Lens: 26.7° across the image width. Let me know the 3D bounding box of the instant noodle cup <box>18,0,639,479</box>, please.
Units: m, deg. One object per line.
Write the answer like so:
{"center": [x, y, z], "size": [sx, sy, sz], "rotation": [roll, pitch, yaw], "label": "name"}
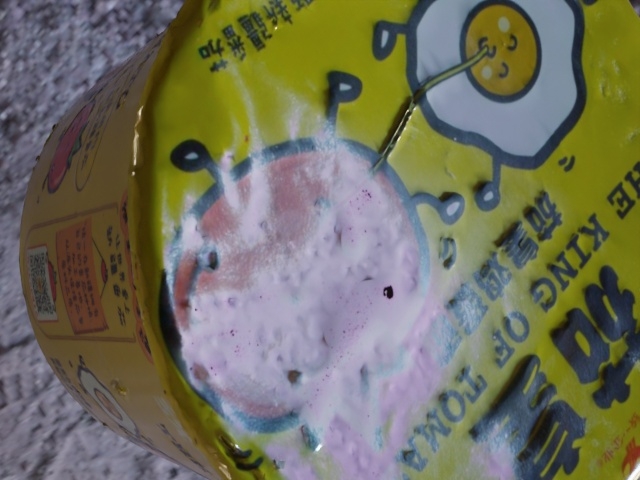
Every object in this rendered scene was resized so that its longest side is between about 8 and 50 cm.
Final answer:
{"center": [0.000, 0.000, 0.708], "size": [0.325, 0.254, 0.326], "rotation": [2, 86, -32], "label": "instant noodle cup"}
